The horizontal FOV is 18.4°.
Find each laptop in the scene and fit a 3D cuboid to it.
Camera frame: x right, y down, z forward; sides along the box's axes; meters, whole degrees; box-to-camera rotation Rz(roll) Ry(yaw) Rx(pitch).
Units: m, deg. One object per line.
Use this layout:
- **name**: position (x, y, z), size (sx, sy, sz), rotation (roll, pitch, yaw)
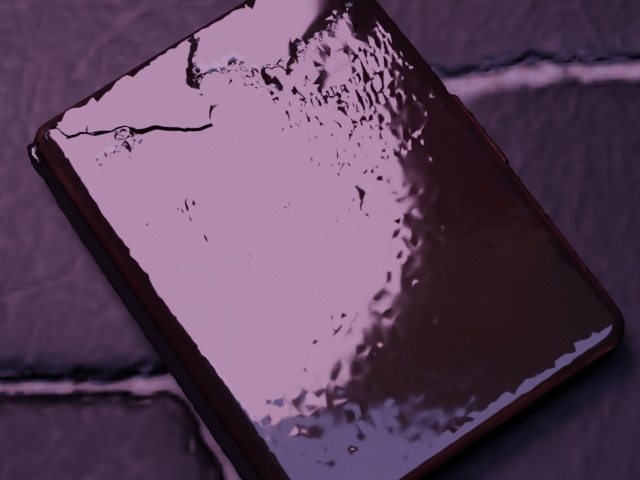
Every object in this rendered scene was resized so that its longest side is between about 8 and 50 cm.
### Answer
- **laptop**: position (0.000, 0.000, 0.764), size (0.154, 0.026, 0.207), rotation (-33, 68, -8)
